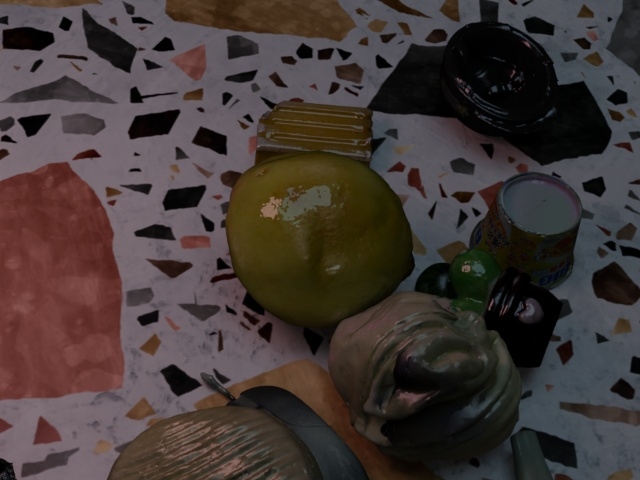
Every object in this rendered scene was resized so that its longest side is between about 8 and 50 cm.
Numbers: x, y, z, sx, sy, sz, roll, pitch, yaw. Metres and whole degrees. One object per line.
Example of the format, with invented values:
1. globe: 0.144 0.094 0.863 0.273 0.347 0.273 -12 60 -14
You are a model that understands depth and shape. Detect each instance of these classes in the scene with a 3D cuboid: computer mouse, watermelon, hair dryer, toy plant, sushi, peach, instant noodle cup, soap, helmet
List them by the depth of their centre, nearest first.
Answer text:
1. sushi: -0.486 0.378 1.715 0.056 0.085 0.083 -7 51 -14
2. computer mouse: -0.067 0.321 1.815 0.379 0.090 0.167 38 55 24
3. hair dryer: 0.410 0.399 1.817 0.267 0.092 0.229 -12 59 -28
4. toy plant: 0.287 0.132 1.958 0.235 0.175 0.218 20 78 18
5. peach: -0.007 -0.005 1.963 0.315 0.281 0.314 -12 87 -9
6. watermelon: 0.227 0.083 2.057 0.105 0.062 0.105 2 60 -3
7. instant noodle cup: 0.395 -0.027 2.111 0.205 0.153 0.205 4 49 -5
8. soap: -0.012 -0.207 2.254 0.232 0.073 0.140 5 49 -3
9. helmet: 0.360 -0.308 2.329 0.230 0.160 0.279 -21 71 -21

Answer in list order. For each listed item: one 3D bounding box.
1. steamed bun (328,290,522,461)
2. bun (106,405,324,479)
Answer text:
1. steamed bun: 0.172 0.227 1.800 0.320 0.275 0.206 5 12 -2
2. bun: -0.144 0.403 1.634 0.362 0.234 0.326 27 64 37
